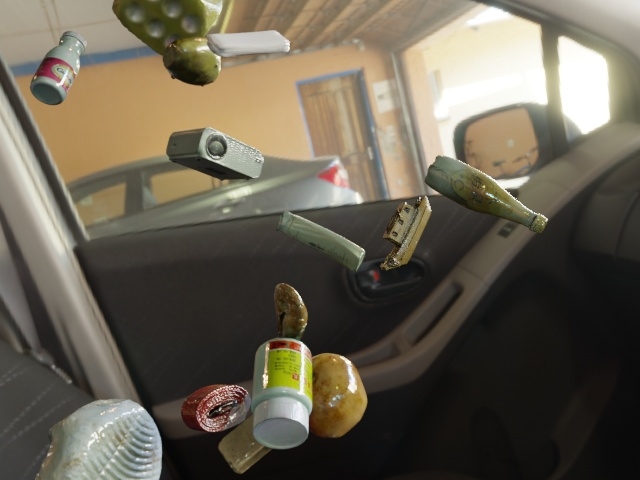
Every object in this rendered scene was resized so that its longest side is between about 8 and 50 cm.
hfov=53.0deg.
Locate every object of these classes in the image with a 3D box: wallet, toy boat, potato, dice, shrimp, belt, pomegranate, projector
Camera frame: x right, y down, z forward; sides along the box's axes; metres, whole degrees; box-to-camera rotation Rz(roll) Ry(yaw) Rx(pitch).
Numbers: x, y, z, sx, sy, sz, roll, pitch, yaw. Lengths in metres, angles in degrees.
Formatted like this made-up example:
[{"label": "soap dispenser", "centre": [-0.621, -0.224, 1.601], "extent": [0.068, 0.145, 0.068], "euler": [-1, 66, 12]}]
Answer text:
[{"label": "wallet", "centre": [-0.168, -0.455, 1.483], "extent": [0.190, 0.033, 0.095], "euler": [-13, 40, -28]}, {"label": "toy boat", "centre": [0.192, -0.019, 1.503], "extent": [0.077, 0.200, 0.057], "euler": [27, -7, -9]}, {"label": "potato", "centre": [-0.345, -0.489, 1.735], "extent": [0.150, 0.113, 0.251], "euler": [-19, -4, 10]}, {"label": "dice", "centre": [-0.440, -0.691, 1.863], "extent": [0.227, 0.238, 0.233], "euler": [-38, 35, 24]}, {"label": "shrimp", "centre": [-0.077, 0.182, 1.529], "extent": [0.051, 0.217, 0.115], "euler": [-19, 52, -26]}, {"label": "belt", "centre": [-0.324, 0.511, 1.967], "extent": [0.201, 0.127, 0.124], "euler": [-10, -1, -42]}, {"label": "pomegranate", "centre": [0.029, 0.480, 1.981], "extent": [0.229, 0.270, 0.252], "euler": [-34, 48, 2]}, {"label": "projector", "centre": [-0.339, -0.272, 2.073], "extent": [0.198, 0.108, 0.251], "euler": [4, -13, 45]}]

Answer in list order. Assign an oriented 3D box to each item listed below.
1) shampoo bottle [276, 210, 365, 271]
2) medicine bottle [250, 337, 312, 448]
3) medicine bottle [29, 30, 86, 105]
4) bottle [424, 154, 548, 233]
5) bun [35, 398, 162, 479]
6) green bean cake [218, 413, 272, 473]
[{"label": "shampoo bottle", "centre": [0.000, 0.000, 1.479], "extent": [0.213, 0.072, 0.049], "euler": [26, 56, 13]}, {"label": "medicine bottle", "centre": [-0.088, 0.346, 1.469], "extent": [0.139, 0.139, 0.225], "euler": [-12, 39, 10]}, {"label": "medicine bottle", "centre": [-0.688, -0.462, 1.701], "extent": [0.091, 0.090, 0.216], "euler": [-10, 52, 24]}, {"label": "bottle", "centre": [0.351, -0.092, 1.362], "extent": [0.270, 0.083, 0.083], "euler": [32, 27, 18]}, {"label": "bun", "centre": [-0.519, 0.529, 1.484], "extent": [0.194, 0.354, 0.354], "euler": [2, 14, 25]}, {"label": "green bean cake", "centre": [-0.218, 0.624, 1.990], "extent": [0.179, 0.109, 0.085], "euler": [-36, -28, -10]}]
